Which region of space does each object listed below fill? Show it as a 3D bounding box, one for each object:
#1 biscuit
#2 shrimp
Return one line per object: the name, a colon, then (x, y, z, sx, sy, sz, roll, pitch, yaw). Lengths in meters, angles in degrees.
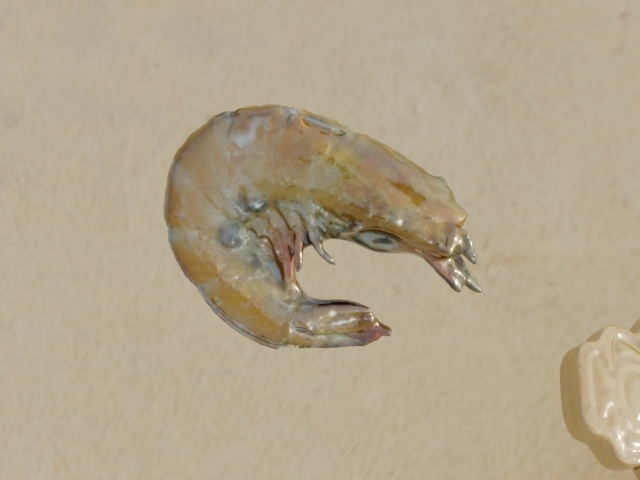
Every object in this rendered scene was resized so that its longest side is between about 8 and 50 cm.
biscuit: (0.257, 0.120, 1.021, 0.236, 0.040, 0.144, 17, 56, -34)
shrimp: (0.001, -0.002, 0.837, 0.187, 0.132, 0.051, 20, 18, 8)
